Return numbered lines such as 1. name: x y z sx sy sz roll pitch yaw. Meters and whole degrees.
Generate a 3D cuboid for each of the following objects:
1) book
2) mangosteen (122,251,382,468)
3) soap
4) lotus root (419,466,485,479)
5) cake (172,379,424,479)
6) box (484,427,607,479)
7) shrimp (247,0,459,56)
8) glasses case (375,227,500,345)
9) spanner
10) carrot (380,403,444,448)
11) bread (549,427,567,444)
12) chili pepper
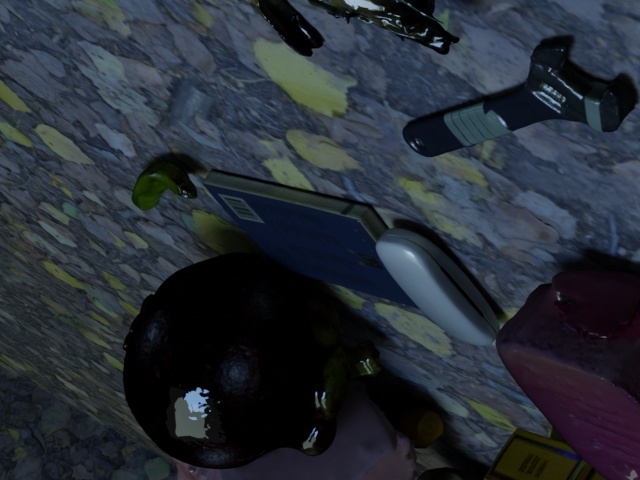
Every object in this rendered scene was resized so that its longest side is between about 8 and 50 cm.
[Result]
1. book: 0.000 0.000 1.663 0.269 0.025 0.191 14 154 44
2. mangosteen: -0.111 0.175 1.850 0.313 0.297 0.297 45 158 -20
3. soap: 0.323 0.152 1.365 0.220 0.127 0.325 12 151 43
4. lotus root: 0.296 0.460 2.163 0.314 0.142 0.210 35 -161 -18
5. cake: -0.025 0.361 2.037 0.314 0.293 0.306 36 155 33
6. box: 0.362 0.346 1.644 0.301 0.084 0.193 37 169 -15
7. shrimp: 0.012 -0.192 1.154 0.262 0.051 0.198 29 168 20
8. glasses case: 0.131 0.053 1.541 0.074 0.049 0.193 9 150 50
9. spanner: 0.147 -0.109 1.171 0.087 0.024 0.316 41 161 -16
10. carrot: 0.104 0.285 2.138 0.066 0.066 0.314 37 163 -12
11. bread: 0.388 0.297 1.723 0.226 0.049 0.088 20 158 36
12. chili pepper: -0.202 -0.073 1.770 0.052 0.050 0.202 23 168 -20
